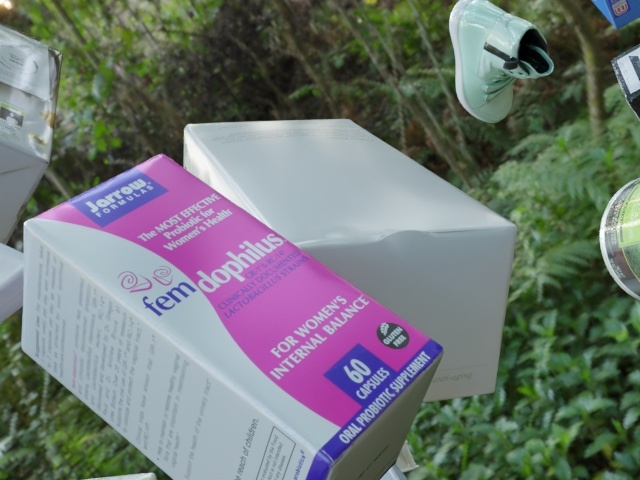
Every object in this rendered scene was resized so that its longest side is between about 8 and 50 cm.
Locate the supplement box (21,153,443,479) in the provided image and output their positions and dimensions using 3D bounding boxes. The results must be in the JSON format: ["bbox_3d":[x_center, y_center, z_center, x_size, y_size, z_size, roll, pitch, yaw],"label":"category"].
[{"bbox_3d":[-0.059,0.063,0.524,0.111,0.220,0.114,-37,-28,-44],"label":"supplement box"}]

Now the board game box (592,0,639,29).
[{"bbox_3d":[0.343,-0.310,0.867,0.210,0.047,0.160,-29,41,14],"label":"board game box"}]

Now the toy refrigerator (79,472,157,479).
[{"bbox_3d":[-0.192,0.358,0.902,0.094,0.269,0.102,-6,40,-3],"label":"toy refrigerator"}]

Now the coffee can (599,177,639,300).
[{"bbox_3d":[0.533,-0.016,1.219,0.201,0.201,0.275,-37,-1,-11],"label":"coffee can"}]

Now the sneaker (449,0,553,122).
[{"bbox_3d":[0.290,-0.251,1.399,0.094,0.256,0.151,-45,53,-12],"label":"sneaker"}]

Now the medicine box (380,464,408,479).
[{"bbox_3d":[0.114,0.413,0.943,0.149,0.289,0.263,-35,34,-1],"label":"medicine box"}]

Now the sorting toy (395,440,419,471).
[{"bbox_3d":[0.096,0.318,1.365,0.075,0.083,0.045,-12,-16,-35],"label":"sorting toy"}]

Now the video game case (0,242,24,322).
[{"bbox_3d":[-0.430,0.068,0.675,0.300,0.036,0.329,20,45,28],"label":"video game case"}]

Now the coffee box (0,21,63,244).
[{"bbox_3d":[-0.374,-0.128,1.038,0.141,0.098,0.246,-51,32,29],"label":"coffee box"}]

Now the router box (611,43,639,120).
[{"bbox_3d":[0.284,-0.077,0.563,0.133,0.179,0.046,-28,41,26],"label":"router box"}]

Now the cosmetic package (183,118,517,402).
[{"bbox_3d":[0.000,0.000,0.829,0.197,0.155,0.365,-4,22,-17],"label":"cosmetic package"}]
